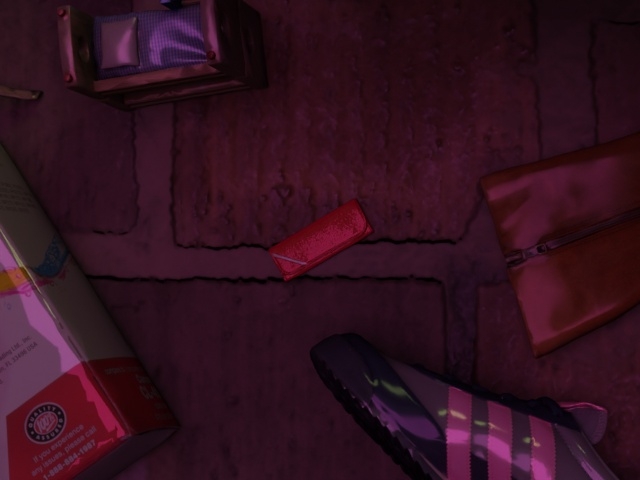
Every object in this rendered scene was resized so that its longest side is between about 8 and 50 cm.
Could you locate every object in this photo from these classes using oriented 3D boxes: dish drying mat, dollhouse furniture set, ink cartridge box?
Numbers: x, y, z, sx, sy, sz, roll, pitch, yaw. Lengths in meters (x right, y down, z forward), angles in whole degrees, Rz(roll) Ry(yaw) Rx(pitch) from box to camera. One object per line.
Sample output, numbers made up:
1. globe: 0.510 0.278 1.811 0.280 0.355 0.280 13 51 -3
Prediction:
1. dish drying mat: 0.000 0.000 1.250 0.083 0.008 0.032 -30 79 11
2. dollhouse furniture set: -0.131 -0.210 1.234 0.129 0.129 0.183 -8 85 14
3. ink cartridge box: -0.294 0.089 1.257 0.226 0.131 0.306 -35 78 10

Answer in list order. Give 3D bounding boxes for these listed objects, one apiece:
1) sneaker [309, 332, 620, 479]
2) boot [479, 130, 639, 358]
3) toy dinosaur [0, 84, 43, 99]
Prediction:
1. sneaker: 0.141 0.152 1.168 0.319 0.112 0.131 39 79 11
2. boot: 0.280 0.024 1.133 0.280 0.096 0.264 -23 82 13
3. toy dinosaur: -0.381 -0.118 1.306 0.268 0.118 0.064 9 133 14
